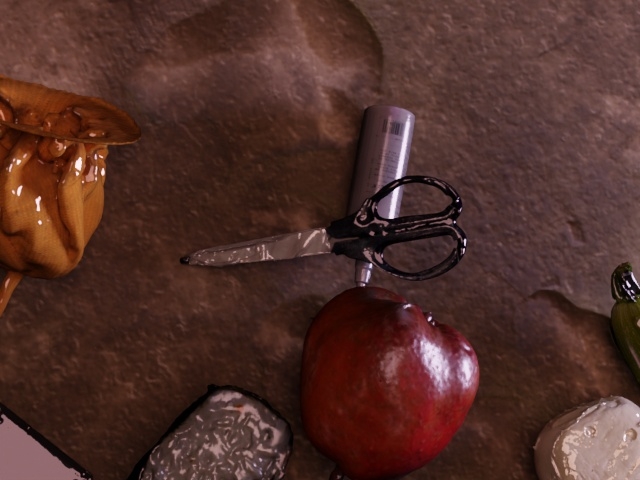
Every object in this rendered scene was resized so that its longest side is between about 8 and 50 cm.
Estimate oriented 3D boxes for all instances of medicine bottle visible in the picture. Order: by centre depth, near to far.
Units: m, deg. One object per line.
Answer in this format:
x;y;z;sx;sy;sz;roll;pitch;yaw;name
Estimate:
0.058;-0.042;2.001;0.058;0.057;0.199;11;78;-7;medicine bottle

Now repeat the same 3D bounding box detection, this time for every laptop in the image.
-0.331;0.268;1.898;0.129;0.016;0.180;39;74;-1;laptop

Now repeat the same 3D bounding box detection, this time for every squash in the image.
0.397;0.165;2.003;0.318;0.080;0.071;52;38;6;squash

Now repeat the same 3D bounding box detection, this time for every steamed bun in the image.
0.282;0.226;1.967;0.130;0.091;0.112;-27;88;-16;steamed bun

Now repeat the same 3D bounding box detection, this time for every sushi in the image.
-0.124;0.246;1.878;0.124;0.127;0.225;35;83;-2;sushi

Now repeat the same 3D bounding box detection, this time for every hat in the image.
-0.315;-0.032;1.910;0.244;0.233;0.233;15;104;5;hat

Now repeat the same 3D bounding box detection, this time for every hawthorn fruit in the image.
0.059;0.156;1.912;0.185;0.185;0.202;24;93;-4;hawthorn fruit

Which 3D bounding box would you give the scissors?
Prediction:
0.000;0.000;1.961;0.300;0.022;0.109;-8;92;6;scissors
